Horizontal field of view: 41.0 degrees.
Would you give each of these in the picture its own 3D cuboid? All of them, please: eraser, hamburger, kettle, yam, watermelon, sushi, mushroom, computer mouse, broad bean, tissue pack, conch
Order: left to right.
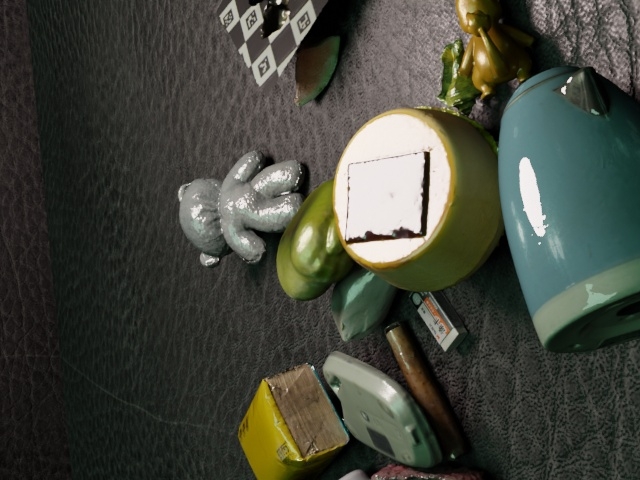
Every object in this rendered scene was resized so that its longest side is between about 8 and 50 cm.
[{"bbox_3d":[-0.065,0.397,1.755,0.192,0.134,0.271,62,152,24],"label":"tissue pack"},{"bbox_3d":[-0.048,-0.486,1.643,0.339,0.068,0.320,-54,45,25],"label":"sushi"},{"bbox_3d":[-0.021,-0.336,1.647,0.101,0.080,0.155,-123,28,-47],"label":"watermelon"},{"bbox_3d":[-0.001,0.000,1.552,0.291,0.119,0.238,-113,47,-77],"label":"broad bean"},{"bbox_3d":[0.107,0.061,1.518,0.270,0.103,0.118,-54,53,37],"label":"mushroom"},{"bbox_3d":[0.111,0.295,1.531,0.331,0.095,0.197,13,133,63],"label":"computer mouse"},{"bbox_3d":[0.161,-0.068,1.326,0.300,0.176,0.300,-12,73,42],"label":"hamburger"},{"bbox_3d":[0.183,0.262,1.495,0.046,0.046,0.264,-51,56,46],"label":"yam"},{"bbox_3d":[0.198,0.466,1.450,0.241,0.107,0.162,-11,86,41],"label":"sushi"},{"bbox_3d":[0.200,0.126,1.458,0.122,0.029,0.052,58,138,30],"label":"eraser"},{"bbox_3d":[0.212,-0.248,1.327,0.089,0.074,0.121,-13,90,44],"label":"conch"},{"bbox_3d":[0.333,-0.044,1.097,0.319,0.247,0.342,97,159,-64],"label":"kettle"}]

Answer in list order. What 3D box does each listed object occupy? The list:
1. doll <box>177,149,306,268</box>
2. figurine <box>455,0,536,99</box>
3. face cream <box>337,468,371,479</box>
[{"bbox_3d":[-0.152,-0.062,1.840,0.340,0.158,0.246,-17,76,25],"label":"doll"},{"bbox_3d":[0.238,-0.303,1.241,0.121,0.122,0.176,-24,67,19],"label":"figurine"},{"bbox_3d":[0.067,0.508,1.645,0.104,0.117,0.117,53,136,23],"label":"face cream"}]
